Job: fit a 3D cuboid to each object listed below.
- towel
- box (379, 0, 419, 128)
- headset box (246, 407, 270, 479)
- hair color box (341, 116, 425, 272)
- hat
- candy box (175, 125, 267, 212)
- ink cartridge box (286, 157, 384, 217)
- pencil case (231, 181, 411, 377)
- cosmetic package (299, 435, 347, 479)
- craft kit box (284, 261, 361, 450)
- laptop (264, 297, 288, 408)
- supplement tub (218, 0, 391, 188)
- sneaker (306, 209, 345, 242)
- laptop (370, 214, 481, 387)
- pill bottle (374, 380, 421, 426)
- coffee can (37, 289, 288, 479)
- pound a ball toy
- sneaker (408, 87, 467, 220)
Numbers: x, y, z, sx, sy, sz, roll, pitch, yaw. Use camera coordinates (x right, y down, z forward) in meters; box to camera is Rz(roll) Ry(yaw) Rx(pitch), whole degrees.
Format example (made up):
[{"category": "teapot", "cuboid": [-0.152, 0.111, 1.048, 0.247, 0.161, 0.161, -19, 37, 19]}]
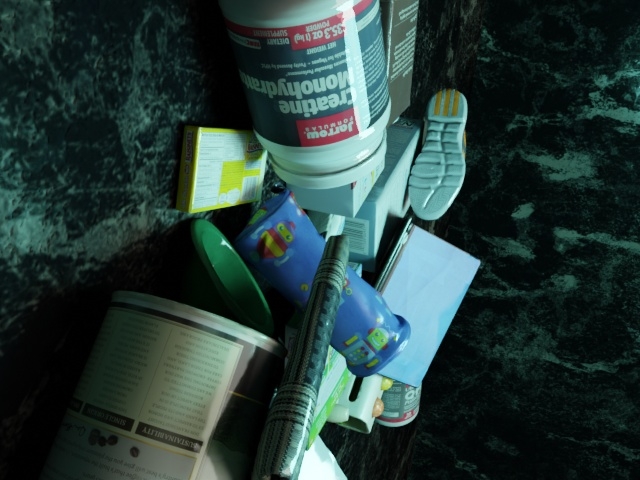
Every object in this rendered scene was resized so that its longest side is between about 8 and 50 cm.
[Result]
[{"category": "towel", "cuboid": [-0.034, 0.197, 0.788, 0.324, 0.056, 0.312, 100, 4, -48]}, {"category": "box", "cuboid": [0.053, -0.301, 1.058, 0.168, 0.166, 0.203, -50, 148, -56]}, {"category": "headset box", "cuboid": [-0.163, 0.401, 0.918, 0.246, 0.131, 0.283, -29, 129, -62]}, {"category": "hair color box", "cuboid": [0.133, -0.119, 1.507, 0.374, 0.113, 0.186, -56, 152, -47]}, {"category": "hat", "cuboid": [-0.177, 0.105, 0.863, 0.209, 0.183, 0.173, 58, 7, 2]}, {"category": "candy box", "cuboid": [-0.125, -0.098, 0.883, 0.206, 0.027, 0.105, -21, 119, -69]}, {"category": "ink cartridge box", "cuboid": [0.029, -0.147, 1.152, 0.176, 0.127, 0.128, -58, 153, -47]}, {"category": "pencil case", "cuboid": [-0.001, 0.063, 0.986, 0.119, 0.306, 0.133, -43, -167, -6]}, {"category": "cosmetic package", "cuboid": [-0.066, 0.468, 1.192, 0.231, 0.085, 0.117, -37, 98, -45]}, {"category": "craft kit box", "cuboid": [0.006, 0.197, 1.178, 0.250, 0.060, 0.247, -47, 142, -58]}, {"category": "laptop", "cuboid": [-0.113, 0.274, 1.190, 0.234, 0.136, 0.265, 65, 15, -63]}, {"category": "supplement tub", "cuboid": [-0.010, -0.223, 0.852, 0.272, 0.191, 0.191, 77, 31, -42]}, {"category": "sneaker", "cuboid": [0.000, 0.000, 1.221, 0.086, 0.085, 0.237, 36, 65, -50]}, {"category": "laptop", "cuboid": [0.218, 0.168, 1.558, 0.382, 0.236, 0.408, -64, 174, 1]}, {"category": "pill bottle", "cuboid": [0.225, 0.402, 2.021, 0.176, 0.176, 0.319, -55, 151, -49]}, {"category": "coffee can", "cuboid": [-0.169, 0.215, 0.678, 0.201, 0.201, 0.276, 57, 48, -65]}, {"category": "pound a ball toy", "cuboid": [0.115, 0.362, 1.732, 0.208, 0.135, 0.319, 75, 32, -55]}, {"category": "sneaker", "cuboid": [0.298, -0.183, 1.579, 0.180, 0.124, 0.321, 45, 59, -68]}]
